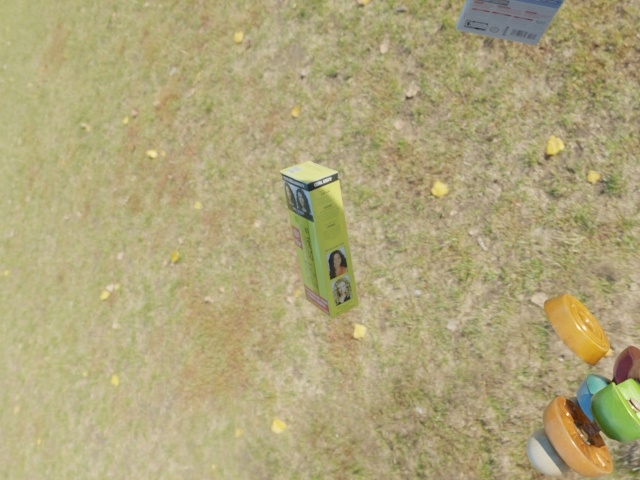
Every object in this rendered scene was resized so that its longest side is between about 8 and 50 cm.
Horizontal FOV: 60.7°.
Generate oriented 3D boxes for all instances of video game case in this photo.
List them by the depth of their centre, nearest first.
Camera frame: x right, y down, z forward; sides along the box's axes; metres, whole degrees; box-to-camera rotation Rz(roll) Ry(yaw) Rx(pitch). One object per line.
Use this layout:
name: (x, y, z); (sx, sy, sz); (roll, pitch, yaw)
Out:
video game case: (0.189, -0.238, 0.516); (0.122, 0.087, 0.011); (102, 179, -68)

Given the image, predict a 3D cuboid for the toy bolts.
toy bolts: (0.355, 0.207, 0.758); (0.158, 0.228, 0.218); (-44, 52, 30)

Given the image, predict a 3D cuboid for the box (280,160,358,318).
box: (0.000, 0.000, 0.843); (0.087, 0.058, 0.232); (31, 138, 52)
